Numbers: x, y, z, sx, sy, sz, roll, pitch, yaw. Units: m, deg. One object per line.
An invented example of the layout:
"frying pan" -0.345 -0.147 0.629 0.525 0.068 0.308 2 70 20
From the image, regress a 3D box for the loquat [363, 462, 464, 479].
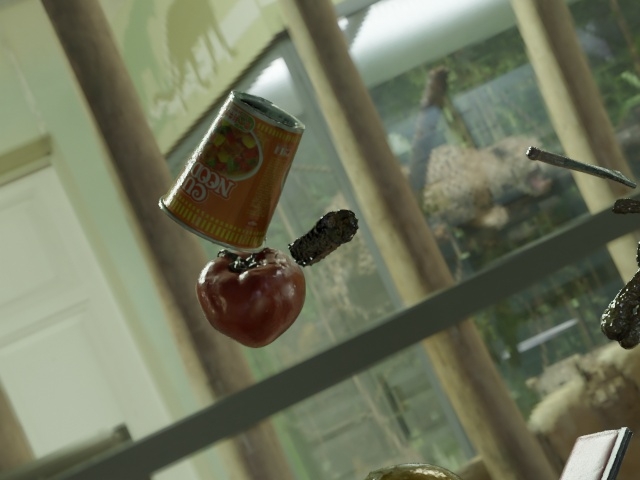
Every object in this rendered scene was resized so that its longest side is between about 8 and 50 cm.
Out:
"loquat" 0.141 0.421 1.591 0.213 0.213 0.246 -24 32 -26

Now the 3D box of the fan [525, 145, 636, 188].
"fan" 0.425 -0.122 1.904 0.282 0.057 0.023 11 -65 -41

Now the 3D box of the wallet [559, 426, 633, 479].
"wallet" 0.391 0.388 1.748 0.119 0.025 0.232 -30 25 56

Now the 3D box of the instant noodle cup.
"instant noodle cup" -0.109 -0.100 1.595 0.185 0.168 0.168 -62 -14 15

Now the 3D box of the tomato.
"tomato" -0.116 0.094 1.870 0.187 0.151 0.187 -1 26 1

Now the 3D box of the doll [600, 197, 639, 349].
"doll" 0.493 0.007 1.670 0.286 0.202 0.091 -35 -18 7

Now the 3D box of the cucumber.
"cucumber" 0.000 0.000 1.611 0.053 0.053 0.181 -24 -5 -26
